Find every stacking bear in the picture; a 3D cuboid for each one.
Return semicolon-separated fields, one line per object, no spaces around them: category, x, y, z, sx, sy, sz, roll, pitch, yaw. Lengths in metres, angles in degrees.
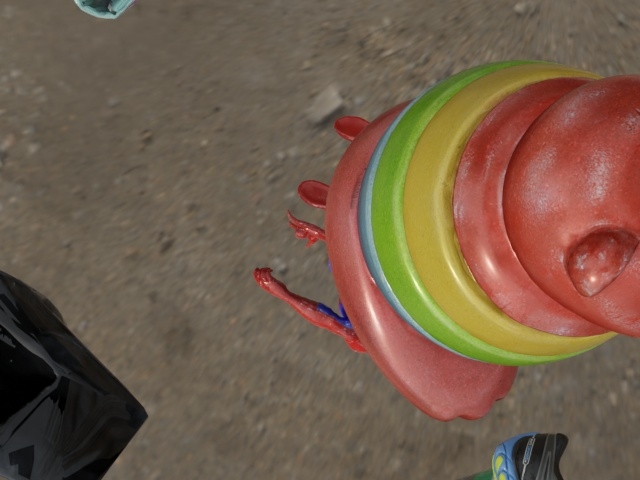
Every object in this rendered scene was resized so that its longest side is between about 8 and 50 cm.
stacking bear;0.112;-0.011;0.819;0.164;0.289;0.175;45;78;-8

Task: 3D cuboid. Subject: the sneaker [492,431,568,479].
sneaker;0.193;0.232;1.297;0.078;0.067;0.188;-20;75;-1

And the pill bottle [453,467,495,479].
pill bottle;0.041;0.341;1.513;0.361;0.204;0.204;-20;96;16

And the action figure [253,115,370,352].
action figure;0.000;0.000;1.324;0.139;0.280;0.091;22;65;20

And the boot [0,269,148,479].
boot;-0.365;0.056;1.221;0.367;0.445;0.146;30;77;-25

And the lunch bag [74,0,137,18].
lunch bag;-0.160;-0.317;1.417;0.160;0.223;0.262;4;103;-8
